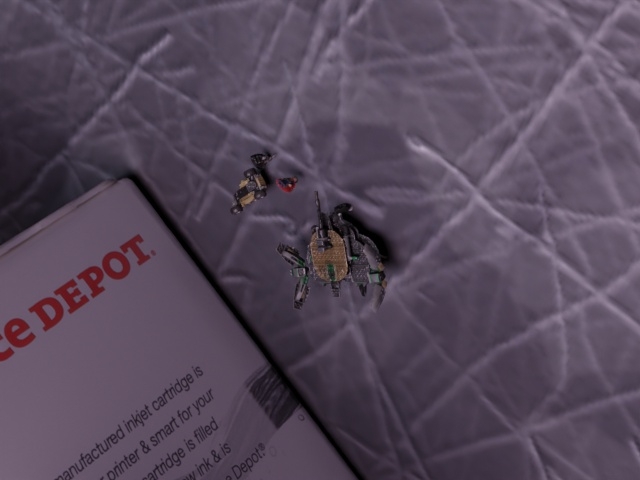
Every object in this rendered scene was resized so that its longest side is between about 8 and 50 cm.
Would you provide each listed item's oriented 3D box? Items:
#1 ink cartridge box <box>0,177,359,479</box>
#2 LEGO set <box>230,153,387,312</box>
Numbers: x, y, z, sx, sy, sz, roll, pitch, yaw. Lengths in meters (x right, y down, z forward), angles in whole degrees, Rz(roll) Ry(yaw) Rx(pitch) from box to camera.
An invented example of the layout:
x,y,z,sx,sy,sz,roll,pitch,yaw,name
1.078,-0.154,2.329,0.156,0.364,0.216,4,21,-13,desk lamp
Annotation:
x,y,z,sx,sy,sz,roll,pitch,yaw,name
-0.085,0.138,0.818,0.114,0.197,0.273,-35,92,43,ink cartridge box
0.000,-0.002,0.801,0.054,0.023,0.083,-43,73,40,LEGO set
